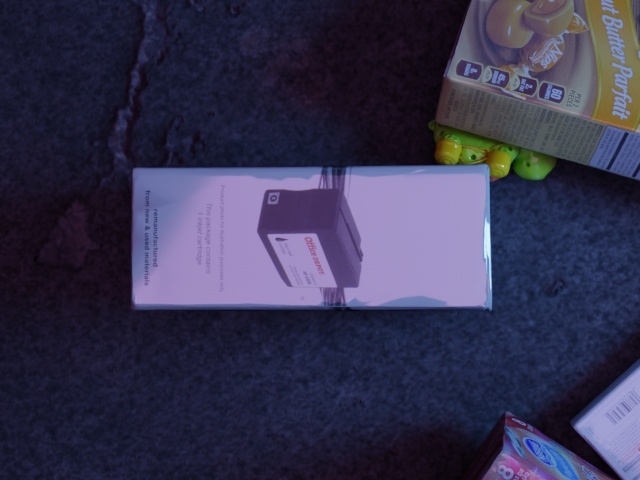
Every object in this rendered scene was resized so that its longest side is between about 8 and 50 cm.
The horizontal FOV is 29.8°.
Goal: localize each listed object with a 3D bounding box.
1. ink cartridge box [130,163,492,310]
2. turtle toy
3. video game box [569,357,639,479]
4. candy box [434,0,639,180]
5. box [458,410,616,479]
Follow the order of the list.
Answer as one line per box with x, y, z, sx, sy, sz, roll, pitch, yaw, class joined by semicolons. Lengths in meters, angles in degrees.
0.000;0.000;1.111;0.307;0.223;0.129;0;88;5;ink cartridge box
0.168;-0.095;1.174;0.130;0.066;0.095;15;64;7;turtle toy
0.380;0.178;1.159;0.205;0.048;0.187;-42;84;3;video game box
0.284;-0.160;1.124;0.316;0.087;0.183;16;65;6;candy box
0.148;0.329;1.109;0.142;0.154;0.300;33;101;6;box
